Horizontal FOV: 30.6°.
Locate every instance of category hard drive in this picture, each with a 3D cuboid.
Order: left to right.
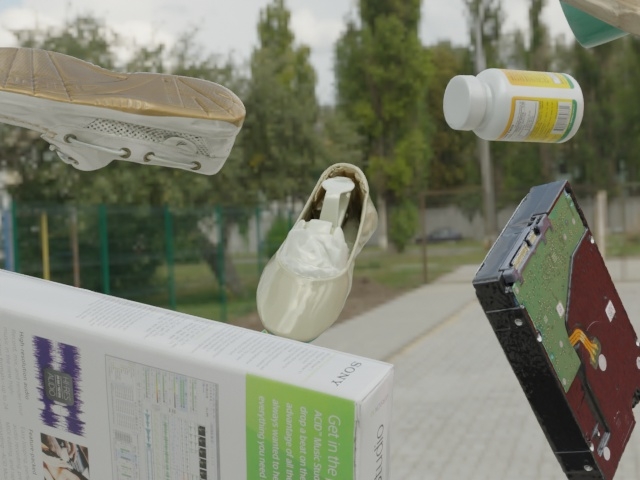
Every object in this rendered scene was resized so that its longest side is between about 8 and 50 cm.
[{"bbox_3d":[0.325,0.122,1.537,0.064,0.339,0.237,-11,28,38],"label":"hard drive"}]

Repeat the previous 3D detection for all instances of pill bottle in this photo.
[{"bbox_3d":[0.313,-0.220,1.914,0.208,0.118,0.117,-1,0,-23],"label":"pill bottle"}]

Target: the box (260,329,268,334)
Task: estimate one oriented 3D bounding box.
[{"bbox_3d":[-0.131,0.163,1.201,0.179,0.043,0.105,-32,0,32],"label":"box"}]

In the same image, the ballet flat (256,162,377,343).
[{"bbox_3d":[0.000,0.000,1.101,0.086,0.086,0.248,-2,29,16],"label":"ballet flat"}]

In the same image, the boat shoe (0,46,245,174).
[{"bbox_3d":[-0.211,-0.105,1.069,0.277,0.096,0.098,9,33,-17],"label":"boat shoe"}]

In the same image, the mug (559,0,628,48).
[{"bbox_3d":[0.330,-0.311,1.351,0.097,0.158,0.129,-16,-4,27],"label":"mug"}]

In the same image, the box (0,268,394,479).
[{"bbox_3d":[-0.109,0.155,0.754,0.322,0.232,0.058,12,25,26],"label":"box"}]

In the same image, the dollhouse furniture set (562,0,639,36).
[{"bbox_3d":[0.360,-0.242,0.612,0.394,0.362,0.256,8,22,-32],"label":"dollhouse furniture set"}]
